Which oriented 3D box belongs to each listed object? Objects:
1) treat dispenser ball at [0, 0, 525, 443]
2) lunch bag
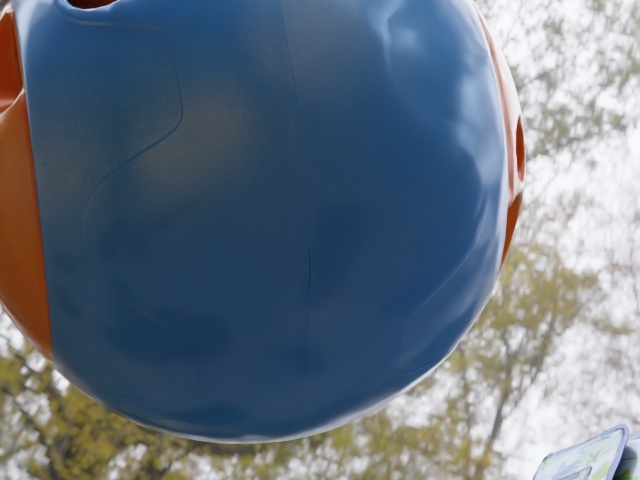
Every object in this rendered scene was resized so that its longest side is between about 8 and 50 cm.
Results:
[{"bbox_3d":[-0.039,-0.040,0.734,0.288,0.288,0.288,10,-49,12],"label":"treat dispenser ball"},{"bbox_3d":[0.208,0.193,0.965,0.151,0.129,0.096,2,-66,24],"label":"lunch bag"}]
